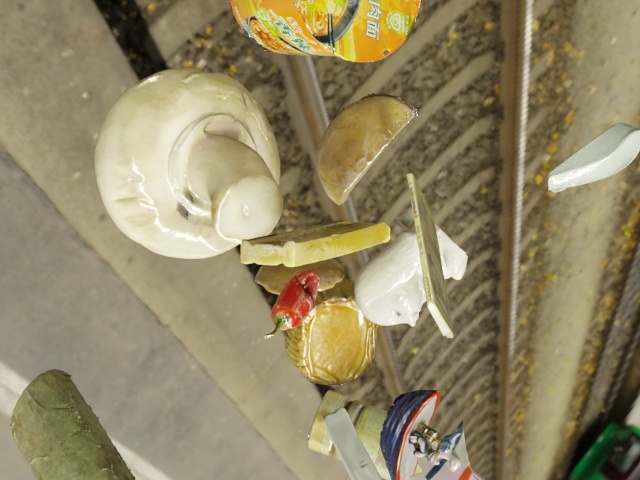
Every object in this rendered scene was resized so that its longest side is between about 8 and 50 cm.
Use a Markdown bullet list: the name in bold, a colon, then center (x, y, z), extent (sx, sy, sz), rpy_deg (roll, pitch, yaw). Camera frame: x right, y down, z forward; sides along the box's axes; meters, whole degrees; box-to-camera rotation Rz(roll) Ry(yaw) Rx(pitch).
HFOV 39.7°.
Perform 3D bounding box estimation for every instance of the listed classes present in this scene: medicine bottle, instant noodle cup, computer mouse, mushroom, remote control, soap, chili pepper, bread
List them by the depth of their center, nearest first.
- **instant noodle cup**: center (-0.005, -0.350, 1.205), extent (0.230, 0.182, 0.230), rpy_deg (-4, 97, -38)
- **soap**: center (0.000, 0.001, 1.265), extent (0.252, 0.092, 0.037), rpy_deg (-12, 103, -54)
- **mushroom**: center (-0.202, -0.097, 1.438), extent (0.315, 0.356, 0.315), rpy_deg (-17, 154, -8)
- **chili pepper**: center (-0.040, 0.101, 1.459), extent (0.050, 0.059, 0.191), rpy_deg (-43, -172, 41)
- **remote control**: center (0.064, 0.367, 1.479), extent (0.050, 0.184, 0.027), rpy_deg (-21, 169, -37)
- **computer mouse**: center (0.599, -0.168, 1.923), extent (0.231, 0.079, 0.128), rpy_deg (-37, 155, 20)
- **medicine bottle**: center (0.145, 0.485, 2.125), extent (0.151, 0.323, 0.151), rpy_deg (19, 90, -76)
- **bread**: center (0.026, 0.221, 2.190), extent (0.228, 0.142, 0.253), rpy_deg (3, 109, -16)

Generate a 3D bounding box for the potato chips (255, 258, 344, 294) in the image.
- **potato chips**: center (-0.048, 0.056, 1.823), extent (0.208, 0.195, 0.061), rpy_deg (-34, 124, -61)

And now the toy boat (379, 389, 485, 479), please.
- **toy boat**: center (0.221, 0.433, 1.654), extent (0.072, 0.318, 0.219), rpy_deg (-2, 139, -44)

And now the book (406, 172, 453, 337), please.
- **book**: center (0.152, 0.025, 1.228), extent (0.013, 0.192, 0.168), rpy_deg (-12, 155, 13)

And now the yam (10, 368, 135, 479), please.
- **yam**: center (-0.491, 0.414, 1.742), extent (0.168, 0.304, 0.168), rpy_deg (-32, 151, -21)

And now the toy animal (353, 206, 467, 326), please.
- **toy animal**: center (0.190, 0.074, 2.026), extent (0.265, 0.206, 0.272), rpy_deg (-46, 170, 6)

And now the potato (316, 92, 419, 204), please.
- **potato**: center (0.047, -0.162, 1.591), extent (0.261, 0.120, 0.100), rpy_deg (-51, 179, 44)
